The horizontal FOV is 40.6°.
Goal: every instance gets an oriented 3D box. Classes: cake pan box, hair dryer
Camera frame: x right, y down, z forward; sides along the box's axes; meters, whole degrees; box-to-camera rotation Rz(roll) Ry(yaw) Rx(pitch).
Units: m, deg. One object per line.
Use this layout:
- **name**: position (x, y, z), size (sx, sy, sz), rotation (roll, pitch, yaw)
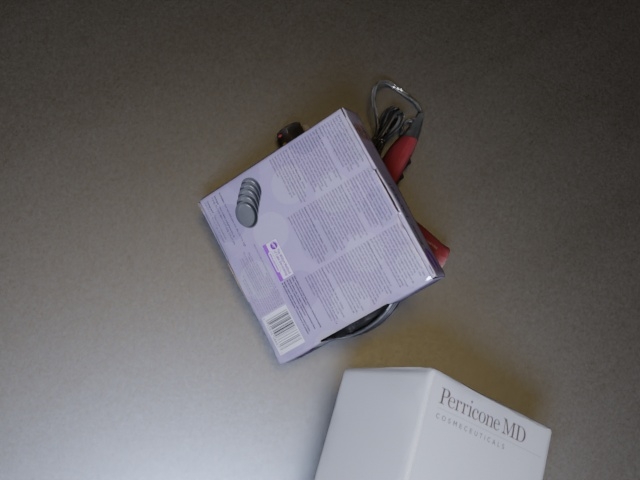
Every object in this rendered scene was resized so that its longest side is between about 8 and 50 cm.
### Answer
- **cake pan box**: position (0.000, 0.000, 1.138), size (0.246, 0.070, 0.267), rotation (-33, 78, 21)
- **hair dryer**: position (0.091, -0.084, 1.220), size (0.224, 0.080, 0.293), rotation (-24, 80, -12)

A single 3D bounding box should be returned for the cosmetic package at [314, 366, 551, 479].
- **cosmetic package**: position (0.098, 0.396, 0.994), size (0.230, 0.161, 0.453), rotation (29, 66, -31)
